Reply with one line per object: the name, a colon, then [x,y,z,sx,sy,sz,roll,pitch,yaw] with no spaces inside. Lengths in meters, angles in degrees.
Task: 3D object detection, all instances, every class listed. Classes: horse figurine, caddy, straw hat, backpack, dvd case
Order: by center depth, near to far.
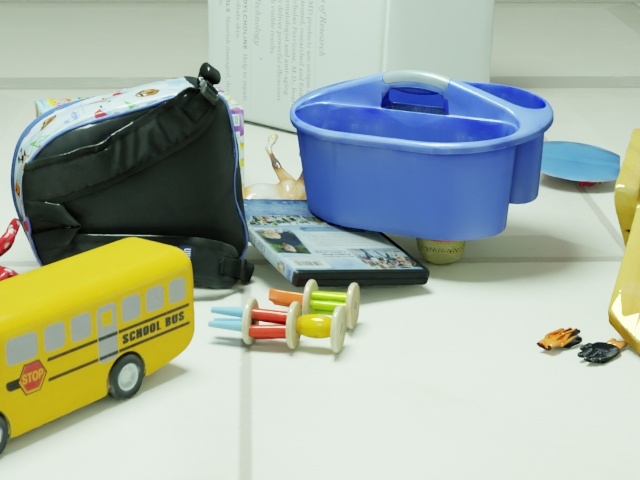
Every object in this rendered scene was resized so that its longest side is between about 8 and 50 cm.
backpack: [-0.238,-0.067,1.750,0.263,0.276,0.213,-15,18,-22]
dvd case: [0.000,0.000,1.806,0.180,0.022,0.253,0,21,-26]
caddy: [0.126,-0.130,1.840,0.341,0.179,0.241,9,26,27]
straw hat: [0.153,-0.004,1.848,0.144,0.061,0.144,-3,23,1]
horse figurine: [-0.092,-0.071,1.985,0.263,0.066,0.174,-1,51,-20]

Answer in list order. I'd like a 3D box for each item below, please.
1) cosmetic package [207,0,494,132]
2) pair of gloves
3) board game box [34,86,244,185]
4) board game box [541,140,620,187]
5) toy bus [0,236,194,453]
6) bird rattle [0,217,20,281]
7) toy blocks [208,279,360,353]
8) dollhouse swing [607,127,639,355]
cosmetic package: [0.053,-0.370,2.522,0.393,0.327,0.329,16,24,36]
pair of gloves: [0.285,0.115,1.587,0.083,0.010,0.074,18,24,35]
board game box: [-0.259,-0.128,2.081,0.275,0.144,0.142,-6,20,-17]
board game box: [0.388,-0.107,2.214,0.133,0.033,0.169,8,25,7]
toy bus: [-0.271,0.103,1.419,0.108,0.130,0.332,15,23,36]
bird rattle: [-0.453,0.039,1.628,0.207,0.143,0.253,-10,11,21]
toy blocks: [-0.040,0.079,1.616,0.148,0.054,0.123,5,20,13]
dollhouse swing: [0.518,0.054,1.697,0.346,0.305,0.315,8,-21,21]
